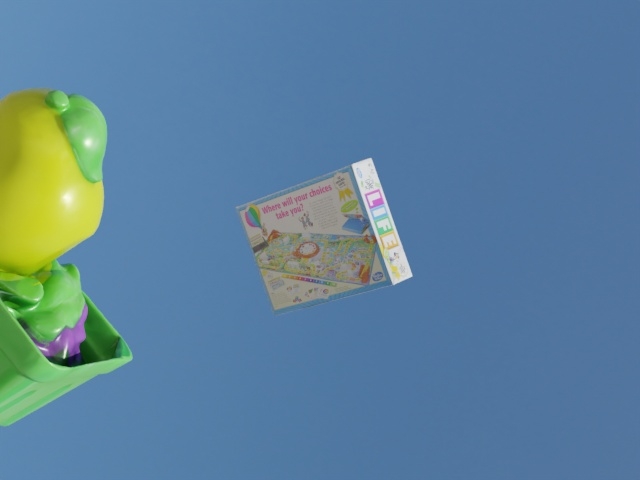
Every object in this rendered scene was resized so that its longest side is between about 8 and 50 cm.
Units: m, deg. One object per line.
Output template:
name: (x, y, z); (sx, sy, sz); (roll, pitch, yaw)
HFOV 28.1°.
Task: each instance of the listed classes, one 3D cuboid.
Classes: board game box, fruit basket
board game box: (0.000, 0.000, 1.083); (0.154, 0.026, 0.103); (-17, -87, 47)
fruit basket: (-0.345, -0.015, 1.382); (0.392, 0.283, 0.392); (-1, -93, 12)
